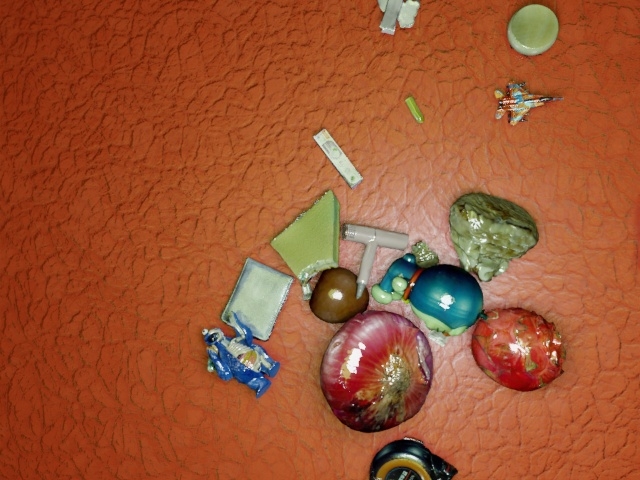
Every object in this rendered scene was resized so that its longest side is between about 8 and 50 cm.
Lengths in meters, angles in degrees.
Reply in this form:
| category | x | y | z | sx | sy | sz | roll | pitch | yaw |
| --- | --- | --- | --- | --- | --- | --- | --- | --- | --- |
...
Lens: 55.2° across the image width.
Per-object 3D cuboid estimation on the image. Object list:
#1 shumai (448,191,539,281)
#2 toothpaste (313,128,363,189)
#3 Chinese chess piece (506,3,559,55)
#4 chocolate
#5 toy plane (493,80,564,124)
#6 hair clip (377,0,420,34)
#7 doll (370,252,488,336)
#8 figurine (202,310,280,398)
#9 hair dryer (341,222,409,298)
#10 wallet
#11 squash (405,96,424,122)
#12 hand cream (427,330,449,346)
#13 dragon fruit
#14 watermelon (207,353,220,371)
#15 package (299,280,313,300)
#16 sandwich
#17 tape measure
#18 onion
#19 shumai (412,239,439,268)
| category | x | y | z | sx | sy | sz | roll | pitch | yaw |
| --- | --- | --- | --- | --- | --- | --- | --- | --- | --- |
| shumai | 0.468 | -0.005 | 1.732 | 0.256 | 0.189 | 0.218 | 16 | 111 | -1 |
| toothpaste | 0.053 | -0.245 | 1.843 | 0.047 | 0.040 | 0.196 | -37 | 84 | 1 |
| Chinese chess piece | 0.614 | -0.609 | 1.773 | 0.144 | 0.058 | 0.144 | 0 | 87 | 6 |
| chocolate | 0.059 | 0.166 | 1.770 | 0.177 | 0.177 | 0.176 | 0 | 88 | 8 |
| toy plane | 0.599 | -0.399 | 1.766 | 0.189 | 0.061 | 0.130 | -2 | 87 | 3 |
| hair clip | 0.233 | -0.724 | 1.833 | 0.140 | 0.054 | 0.220 | 18 | 88 | 12 |
| doll | 0.308 | 0.145 | 1.685 | 0.322 | 0.198 | 0.186 | 24 | 104 | 21 |
| figurine | -0.240 | 0.344 | 1.824 | 0.164 | 0.121 | 0.262 | -43 | 76 | -1 |
| hair dryer | 0.156 | 0.064 | 1.744 | 0.195 | 0.053 | 0.220 | 9 | 62 | -13 |
| wallet | -0.193 | 0.182 | 1.864 | 0.167 | 0.036 | 0.222 | 23 | 89 | 9 |
| squash | 0.282 | -0.386 | 1.824 | 0.027 | 0.027 | 0.083 | -28 | 85 | 6 |
| hand cream | 0.381 | 0.230 | 1.791 | 0.057 | 0.037 | 0.165 | 34 | 100 | 7 |
| dragon fruit | 0.536 | 0.292 | 1.663 | 0.252 | 0.241 | 0.240 | 16 | 90 | 8 |
| watermelon | -0.323 | 0.377 | 1.865 | 0.085 | 0.085 | 0.061 | 42 | 128 | 7 |
| package | -0.049 | 0.127 | 1.856 | 0.037 | 0.015 | 0.110 | -18 | 87 | 1 |
| sandwich | 0.000 | 0.000 | 1.780 | 0.245 | 0.063 | 0.212 | -42 | 50 | 2 |
| tape measure | 0.250 | 0.675 | 1.740 | 0.223 | 0.135 | 0.202 | 26 | 102 | 10 |
| onion | 0.140 | 0.356 | 1.720 | 0.348 | 0.285 | 0.347 | -5 | 101 | -29 |
| shumai | 0.302 | 0.039 | 1.796 | 0.082 | 0.083 | 0.080 | 6 | 55 | -19 |
